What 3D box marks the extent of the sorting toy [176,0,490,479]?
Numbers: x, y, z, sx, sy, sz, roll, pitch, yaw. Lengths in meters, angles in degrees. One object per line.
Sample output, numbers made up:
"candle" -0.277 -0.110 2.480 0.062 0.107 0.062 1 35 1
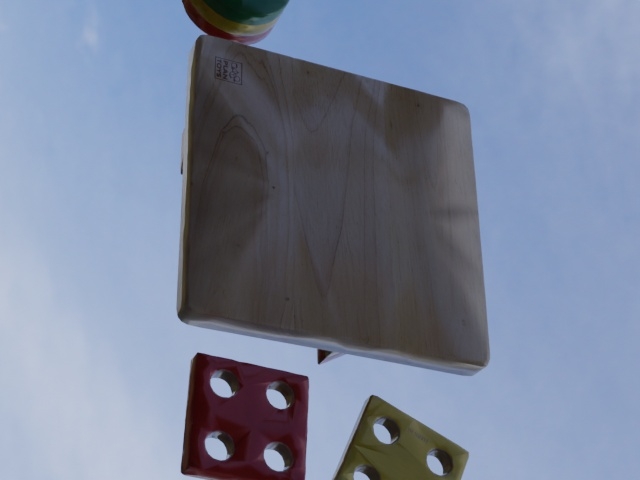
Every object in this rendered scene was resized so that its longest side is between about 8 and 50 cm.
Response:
"sorting toy" 0.000 0.000 0.584 0.046 0.132 0.274 131 -35 -51
